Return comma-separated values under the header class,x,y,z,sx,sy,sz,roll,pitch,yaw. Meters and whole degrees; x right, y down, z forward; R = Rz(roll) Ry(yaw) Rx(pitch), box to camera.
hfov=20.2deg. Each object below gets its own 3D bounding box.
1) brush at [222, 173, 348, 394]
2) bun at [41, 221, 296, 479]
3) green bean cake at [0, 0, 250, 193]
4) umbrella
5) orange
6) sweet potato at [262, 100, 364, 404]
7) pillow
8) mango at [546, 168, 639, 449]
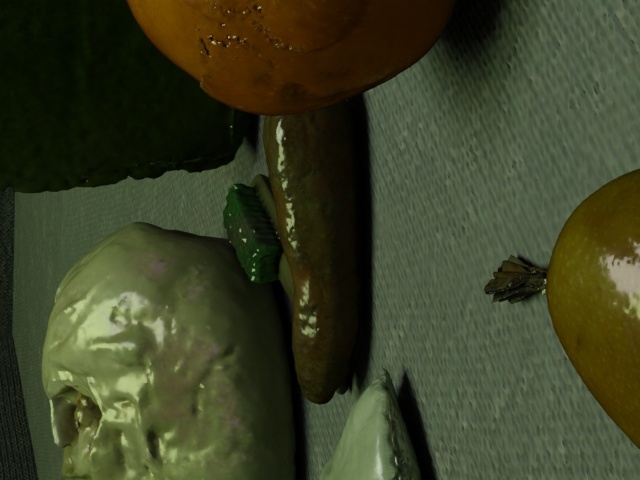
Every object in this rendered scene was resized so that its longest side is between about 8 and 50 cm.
class,x,y,z,sx,sy,sz,roll,pitch,yaw
brush,-0.031,0.032,1.548,0.282,0.048,0.054,-120,30,-53
bun,-0.157,0.145,1.718,0.361,0.213,0.361,174,90,-72
green bean cake,-0.235,-0.222,1.653,0.218,0.335,0.319,-125,37,-59
umbrella,0.119,0.024,1.054,0.031,0.020,0.083,-57,10,-12
orange,-0.017,-0.200,1.103,0.240,0.240,0.240,175,90,-74
sweet potato,0.000,0.000,1.382,0.075,0.075,0.273,-146,49,-70
pillow,0.032,0.205,1.360,0.229,0.051,0.128,109,159,-53
mango,0.175,0.050,0.722,0.227,0.099,0.136,-127,38,-48
